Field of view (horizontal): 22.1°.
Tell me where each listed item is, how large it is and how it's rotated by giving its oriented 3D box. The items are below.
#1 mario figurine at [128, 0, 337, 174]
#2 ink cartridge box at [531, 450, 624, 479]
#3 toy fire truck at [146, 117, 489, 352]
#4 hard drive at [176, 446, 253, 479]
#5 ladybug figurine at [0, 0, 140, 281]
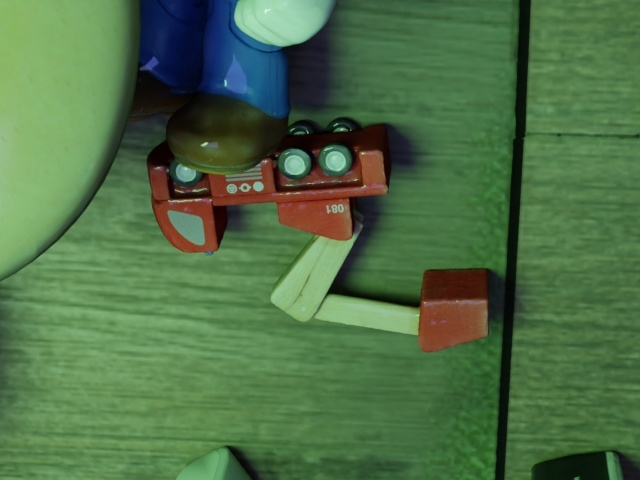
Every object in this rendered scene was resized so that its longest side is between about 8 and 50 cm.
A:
[{"bbox_3d":[-0.076,-0.199,0.826,0.198,0.170,0.320,10,115,3],"label":"mario figurine"},{"bbox_3d":[0.196,0.333,1.017,0.069,0.176,0.371,-13,111,10],"label":"ink cartridge box"},{"bbox_3d":[0.000,0.000,0.965,0.192,0.047,0.135,-4,113,7],"label":"toy fire truck"},{"bbox_3d":[0.012,0.321,0.997,0.047,0.233,0.353,-29,107,16],"label":"hard drive"},{"bbox_3d":[-0.262,-0.167,0.812,0.305,0.162,0.449,-36,84,2],"label":"ladybug figurine"}]
